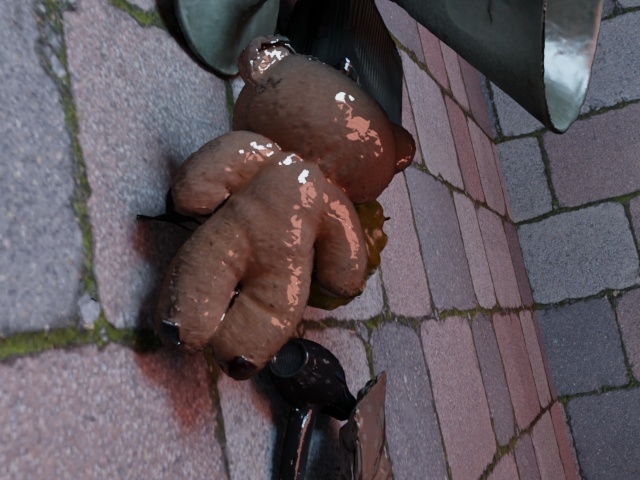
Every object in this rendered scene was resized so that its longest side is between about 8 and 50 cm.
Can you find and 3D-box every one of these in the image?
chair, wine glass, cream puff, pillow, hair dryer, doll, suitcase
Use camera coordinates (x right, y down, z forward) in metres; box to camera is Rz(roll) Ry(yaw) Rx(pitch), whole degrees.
[{"bbox_3d":[-0.130,-0.033,0.632,0.086,0.037,0.042,18,70,-66],"label":"chair"},{"bbox_3d":[0.064,-0.257,0.692,0.267,0.405,0.267,-31,125,-56],"label":"wine glass"},{"bbox_3d":[-0.001,-0.001,0.785,0.121,0.156,0.156,109,-27,-73],"label":"cream puff"},{"bbox_3d":[0.051,0.284,0.781,0.135,0.049,0.249,-33,122,-72],"label":"pillow"},{"bbox_3d":[-0.015,0.227,0.726,0.195,0.075,0.219,56,39,-54],"label":"hair dryer"},{"bbox_3d":[-0.050,-0.025,0.636,0.201,0.156,0.303,34,74,-19],"label":"doll"},{"bbox_3d":[0.032,-0.233,0.994,0.202,0.128,0.312,55,31,-38],"label":"suitcase"}]
